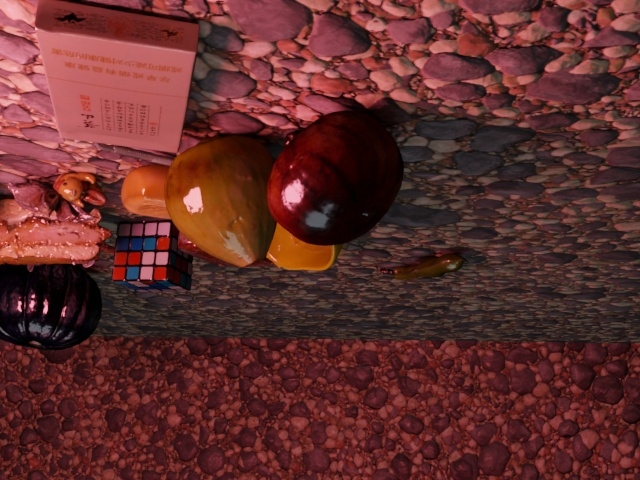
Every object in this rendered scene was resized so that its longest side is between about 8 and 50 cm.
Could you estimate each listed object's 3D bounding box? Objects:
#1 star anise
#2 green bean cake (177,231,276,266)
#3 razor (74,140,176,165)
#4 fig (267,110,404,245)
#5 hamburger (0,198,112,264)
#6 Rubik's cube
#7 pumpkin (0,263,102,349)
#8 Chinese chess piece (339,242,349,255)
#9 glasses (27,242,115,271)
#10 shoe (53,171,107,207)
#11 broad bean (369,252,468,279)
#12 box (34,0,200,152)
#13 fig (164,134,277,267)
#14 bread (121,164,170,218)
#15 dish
[{"bbox_3d":[-0.565,-0.076,1.575,0.182,0.065,0.195,19,-179,-11],"label":"star anise"},{"bbox_3d":[-0.215,-0.002,1.807,0.198,0.097,0.232,-5,163,28],"label":"green bean cake"},{"bbox_3d":[-0.336,-0.162,1.373,0.211,0.036,0.084,18,160,-42],"label":"razor"},{"bbox_3d":[0.018,-0.103,1.222,0.235,0.214,0.235,-24,177,-1],"label":"fig"},{"bbox_3d":[-0.654,-0.014,1.731,0.282,0.155,0.245,8,167,-31],"label":"hamburger"},{"bbox_3d":[-0.420,0.043,1.892,0.154,0.155,0.151,-1,166,13],"label":"Rubik's cube"},{"bbox_3d":[-0.863,0.195,2.303,0.363,0.266,0.363,6,163,2],"label":"pumpkin"},{"bbox_3d":[0.000,0.000,1.858,0.144,0.059,0.144,2,166,0],"label":"Chinese chess piece"},{"bbox_3d":[-0.623,0.049,2.018,0.234,0.118,0.268,-6,162,24],"label":"glasses"},{"bbox_3d":[-0.490,-0.107,1.537,0.069,0.072,0.109,38,176,28],"label":"shoe"},{"bbox_3d":[0.287,0.079,2.097,0.098,0.056,0.318,17,161,-42],"label":"broad bean"},{"bbox_3d":[-0.298,-0.226,1.110,0.204,0.051,0.365,6,164,-13],"label":"box"},{"bbox_3d":[-0.172,-0.071,1.311,0.207,0.230,0.207,3,165,1],"label":"fig"},{"bbox_3d":[-0.283,-0.095,1.486,0.217,0.098,0.147,10,168,-31],"label":"bread"},{"bbox_3d":[-0.037,-0.053,1.510,0.108,0.221,0.262,-35,-169,-34],"label":"dish"}]
